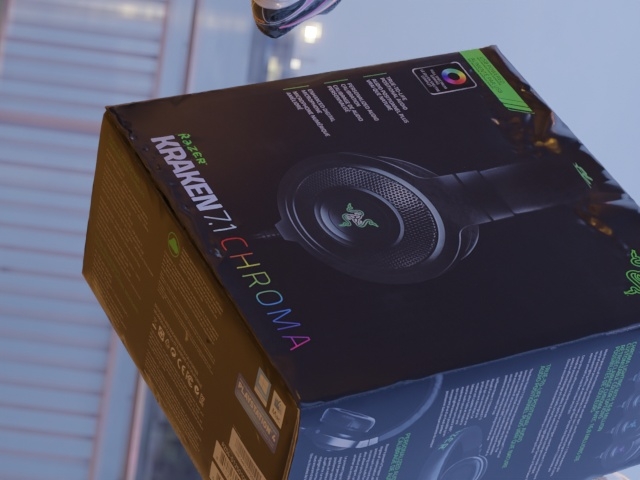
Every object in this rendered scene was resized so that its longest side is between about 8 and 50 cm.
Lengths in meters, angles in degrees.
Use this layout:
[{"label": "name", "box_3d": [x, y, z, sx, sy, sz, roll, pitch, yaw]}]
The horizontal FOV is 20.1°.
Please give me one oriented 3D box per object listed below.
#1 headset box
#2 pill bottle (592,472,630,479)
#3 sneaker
[{"label": "headset box", "box_3d": [0.046, 0.025, 1.014, 0.246, 0.283, 0.131, 55, -36, 38]}, {"label": "pill bottle", "box_3d": [0.220, 0.263, 1.468, 0.121, 0.121, 0.221, 100, -24, -49]}, {"label": "sneaker", "box_3d": [0.008, -0.220, 1.409, 0.072, 0.178, 0.077, 46, -26, 24]}]
